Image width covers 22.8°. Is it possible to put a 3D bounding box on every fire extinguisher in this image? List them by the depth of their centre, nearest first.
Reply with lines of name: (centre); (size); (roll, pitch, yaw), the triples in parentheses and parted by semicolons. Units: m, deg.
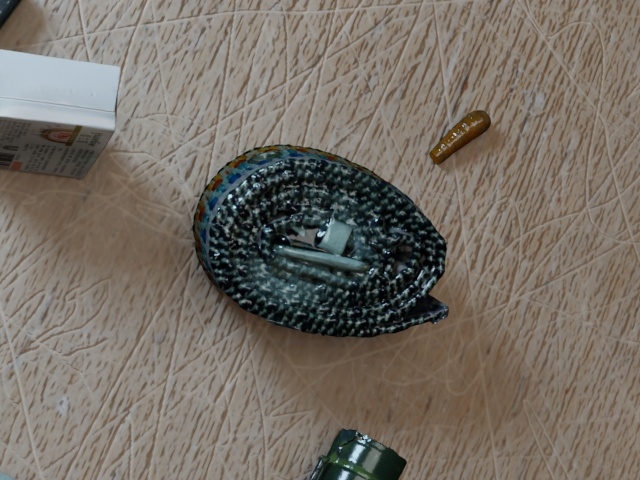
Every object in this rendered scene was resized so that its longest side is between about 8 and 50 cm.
fire extinguisher: (-0.008, 0.363, 1.818); (0.294, 0.093, 0.118); (-61, 143, -17)

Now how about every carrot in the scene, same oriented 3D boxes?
carrot: (0.177, -0.132, 2.003); (0.093, 0.032, 0.032); (-40, 94, -16)

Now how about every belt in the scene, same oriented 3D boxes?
belt: (0.000, 0.000, 1.847); (0.295, 0.160, 0.206); (8, 97, -17)

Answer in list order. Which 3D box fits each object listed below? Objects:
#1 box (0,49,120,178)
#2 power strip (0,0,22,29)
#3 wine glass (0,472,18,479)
box: (-0.306, -0.135, 1.745); (0.135, 0.199, 0.081); (7, 77, -18)
power strip: (-0.439, -0.224, 1.786); (0.105, 0.070, 0.256); (35, 69, -8)
wine glass: (-0.354, 0.274, 1.723); (0.155, 0.073, 0.073); (38, 71, -9)
